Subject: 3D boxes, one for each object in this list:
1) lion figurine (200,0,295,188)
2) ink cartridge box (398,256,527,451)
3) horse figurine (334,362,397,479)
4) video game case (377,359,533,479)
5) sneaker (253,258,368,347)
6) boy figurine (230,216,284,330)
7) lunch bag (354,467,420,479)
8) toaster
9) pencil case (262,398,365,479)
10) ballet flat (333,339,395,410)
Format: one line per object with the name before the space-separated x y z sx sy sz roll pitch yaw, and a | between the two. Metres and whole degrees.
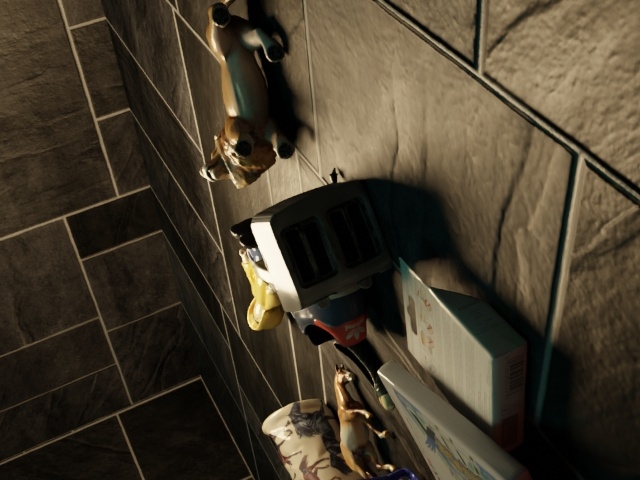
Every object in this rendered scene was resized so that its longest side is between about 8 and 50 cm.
lion figurine | -0.137 -0.269 1.484 0.240 0.142 0.393 -130 38 -64
ink cartridge box | 0.182 0.139 1.103 0.225 0.056 0.181 -126 22 -50
horse figurine | 0.084 0.391 1.674 0.174 0.066 0.263 22 129 60
video game case | 0.218 0.338 1.144 0.300 0.036 0.329 62 167 -25
sneaker | -0.020 0.104 1.529 0.350 0.131 0.148 -157 49 -68
boy figurine | -0.139 0.084 1.937 0.177 0.092 0.285 47 150 44
lunch bag | 0.144 0.626 1.404 0.385 0.238 0.328 -138 45 -60
toaster | 0.000 0.000 1.289 0.186 0.168 0.110 69 160 -6
pencil case | 0.019 0.542 1.888 0.410 0.159 0.184 58 146 29
ballet flat | 0.081 0.237 1.517 0.173 0.049 0.058 55 159 37
